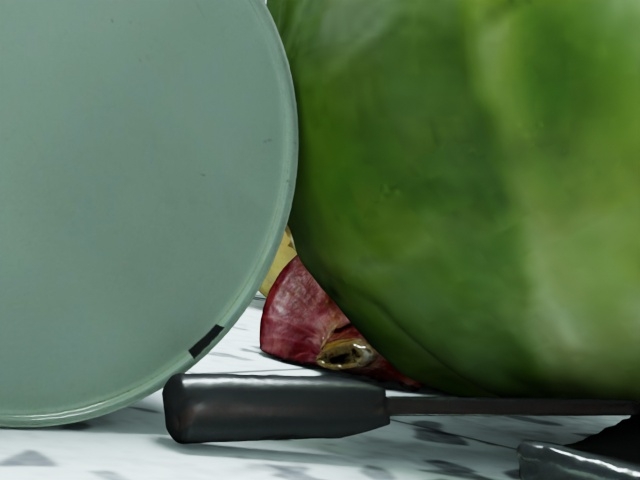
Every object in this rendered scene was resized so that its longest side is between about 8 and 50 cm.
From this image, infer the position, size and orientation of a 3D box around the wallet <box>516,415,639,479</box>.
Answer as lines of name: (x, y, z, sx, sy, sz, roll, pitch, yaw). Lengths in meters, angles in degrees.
wallet: (0.189, 0.100, 0.611, 0.146, 0.030, 0.285, 10, 2, 23)

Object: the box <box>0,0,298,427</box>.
box: (-0.143, -0.044, 0.602, 0.226, 0.226, 0.149, 7, 2, -32)

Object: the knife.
knife: (0.044, 0.073, 0.600, 0.230, 0.028, 0.060, 1, -9, -15)

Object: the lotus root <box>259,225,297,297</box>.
lotus root: (-0.002, 0.003, 1.305, 0.146, 0.131, 0.303, -15, 2, -2)

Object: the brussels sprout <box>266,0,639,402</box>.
brussels sprout: (0.136, -0.054, 0.708, 0.276, 0.315, 0.371, -30, -44, 27)

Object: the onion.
onion: (0.048, 0.038, 0.880, 0.206, 0.098, 0.151, 9, 1, 30)
